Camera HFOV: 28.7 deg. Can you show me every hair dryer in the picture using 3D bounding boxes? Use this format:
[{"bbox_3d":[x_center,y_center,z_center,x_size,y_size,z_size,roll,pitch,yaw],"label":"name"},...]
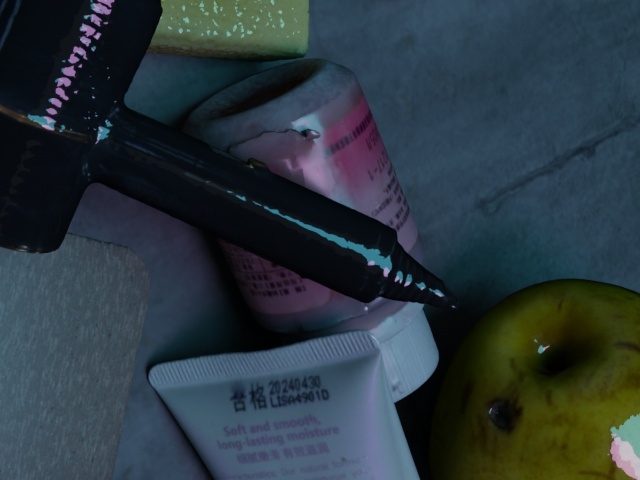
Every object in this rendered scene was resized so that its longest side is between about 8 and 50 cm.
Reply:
[{"bbox_3d":[-0.060,-0.049,0.788,0.352,0.107,0.189,23,101,-10],"label":"hair dryer"}]

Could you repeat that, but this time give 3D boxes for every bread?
[{"bbox_3d":[-0.097,-0.195,0.880,0.188,0.068,0.125,-2,94,-37],"label":"bread"}]

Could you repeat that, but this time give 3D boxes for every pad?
[{"bbox_3d":[-0.211,0.122,0.851,0.176,0.002,0.266,15,83,-38],"label":"pad"}]

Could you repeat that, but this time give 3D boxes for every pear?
[{"bbox_3d":[0.222,0.168,1.026,0.280,0.280,0.281,-3,94,-38],"label":"pear"}]

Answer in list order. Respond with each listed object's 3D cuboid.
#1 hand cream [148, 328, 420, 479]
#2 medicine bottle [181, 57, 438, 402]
[{"bbox_3d":[0.018,0.222,0.952,0.359,0.185,0.118,67,29,-25],"label":"hand cream"},{"bbox_3d":[0.000,0.000,0.921,0.147,0.147,0.247,-36,114,-31],"label":"medicine bottle"}]
